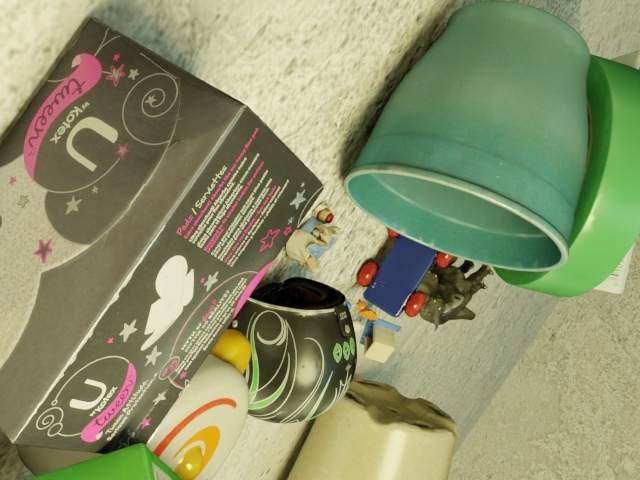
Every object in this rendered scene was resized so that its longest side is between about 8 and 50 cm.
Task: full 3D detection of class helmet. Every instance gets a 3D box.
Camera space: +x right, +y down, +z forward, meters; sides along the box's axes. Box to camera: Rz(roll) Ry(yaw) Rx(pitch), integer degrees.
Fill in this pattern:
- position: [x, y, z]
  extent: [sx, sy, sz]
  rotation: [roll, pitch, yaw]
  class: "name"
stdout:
- position: [-0.041, 0.136, 0.940]
  extent: [0.169, 0.169, 0.162]
  rotation: [-15, 115, -56]
  class: "helmet"

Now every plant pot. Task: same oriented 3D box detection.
- position: [0.079, 0.411, 1.327]
  extent: [0.334, 0.333, 0.306]
  rotation: [5, 104, -63]
  class: "plant pot"
- position: [0.201, -0.132, 0.955]
  extent: [0.255, 0.271, 0.271]
  rotation: [-67, 157, -12]
  class: "plant pot"

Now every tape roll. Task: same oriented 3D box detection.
- position: [0.328, -0.087, 1.071]
  extent: [0.321, 0.077, 0.321]
  rotation: [-167, -90, -77]
  class: "tape roll"

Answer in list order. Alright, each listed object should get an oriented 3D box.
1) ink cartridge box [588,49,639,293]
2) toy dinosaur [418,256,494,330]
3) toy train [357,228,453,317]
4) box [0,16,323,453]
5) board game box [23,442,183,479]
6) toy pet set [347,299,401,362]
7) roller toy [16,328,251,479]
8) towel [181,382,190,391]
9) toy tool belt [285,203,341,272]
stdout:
- position: [0.383, -0.098, 1.200]
  extent: [0.330, 0.071, 0.324]
  rotation: [-162, -95, -80]
  class: "ink cartridge box"
- position: [0.230, 0.095, 1.466]
  extent: [0.160, 0.121, 0.313]
  rotation: [-37, 164, -5]
  class: "toy dinosaur"
- position: [0.164, 0.001, 1.223]
  extent: [0.248, 0.105, 0.143]
  rotation: [-58, 166, 1]
  class: "toy train"
- position: [-0.147, 0.000, 0.561]
  extent: [0.247, 0.163, 0.142]
  rotation: [-55, 153, -4]
  class: "box"
- position: [-0.242, 0.268, 0.612]
  extent: [0.316, 0.064, 0.242]
  rotation: [-18, 147, -1]
  class: "board game box"
- position: [0.062, 0.129, 1.199]
  extent: [0.065, 0.114, 0.122]
  rotation: [-85, -160, -49]
  class: "toy pet set"
- position: [-0.166, 0.172, 0.748]
  extent: [0.209, 0.146, 0.191]
  rotation: [-15, 133, -56]
  class: "roller toy"
- position: [-0.129, 0.044, 0.649]
  extent: [0.023, 0.113, 0.152]
  rotation: [55, 46, -54]
  class: "towel"
- position: [0.000, 0.000, 0.965]
  extent: [0.083, 0.051, 0.052]
  rotation: [-47, 153, -23]
  class: "toy tool belt"
